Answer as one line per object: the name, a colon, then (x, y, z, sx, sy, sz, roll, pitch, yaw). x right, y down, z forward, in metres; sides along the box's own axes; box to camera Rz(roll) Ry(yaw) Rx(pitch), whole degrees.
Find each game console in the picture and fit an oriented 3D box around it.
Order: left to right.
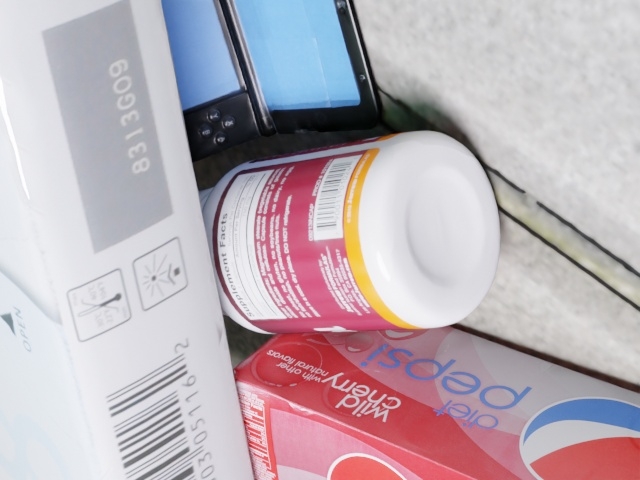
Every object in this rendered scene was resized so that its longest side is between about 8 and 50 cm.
game console: (-0.046, -0.095, 0.612, 0.071, 0.107, 0.122, 33, 143, 64)

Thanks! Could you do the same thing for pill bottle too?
pill bottle: (0.000, 0.000, 0.620, 0.152, 0.086, 0.086, -6, 113, 46)

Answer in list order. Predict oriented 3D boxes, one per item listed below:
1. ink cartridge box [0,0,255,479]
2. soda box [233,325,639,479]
ink cartridge box: (-0.202, -0.025, 0.690, 0.385, 0.091, 0.308, 22, 132, 42)
soda box: (0.085, 0.109, 0.609, 0.263, 0.092, 0.083, 18, 130, 34)
